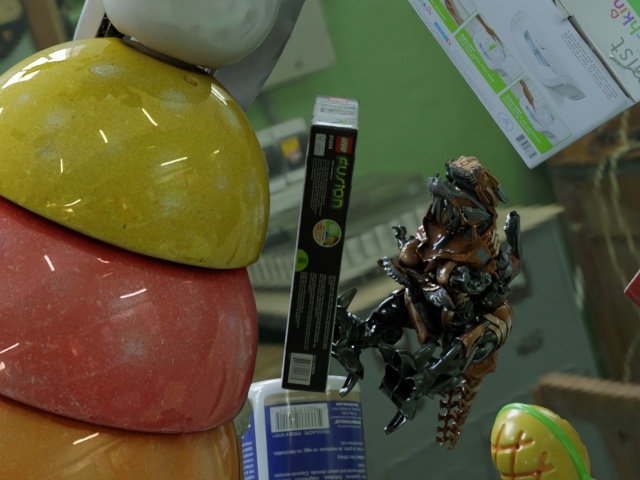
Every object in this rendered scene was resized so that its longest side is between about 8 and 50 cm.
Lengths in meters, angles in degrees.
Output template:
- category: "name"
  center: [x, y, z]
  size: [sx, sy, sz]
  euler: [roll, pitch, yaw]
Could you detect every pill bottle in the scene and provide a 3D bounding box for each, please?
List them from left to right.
- category: "pill bottle"
  center: [-0.017, 0.306, 1.625]
  size: [0.153, 0.265, 0.153]
  euler: [-4, -13, -1]

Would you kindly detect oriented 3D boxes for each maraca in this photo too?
- category: "maraca"
  center: [0.274, 0.272, 1.572]
  size: [0.099, 0.186, 0.127]
  euler: [-29, -26, -29]

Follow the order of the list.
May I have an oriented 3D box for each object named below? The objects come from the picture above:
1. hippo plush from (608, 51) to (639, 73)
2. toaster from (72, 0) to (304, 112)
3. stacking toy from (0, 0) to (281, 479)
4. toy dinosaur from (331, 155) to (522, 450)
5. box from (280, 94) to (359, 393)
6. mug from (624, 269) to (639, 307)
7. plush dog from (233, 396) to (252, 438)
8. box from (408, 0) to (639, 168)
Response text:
- category: "hippo plush"
  center: [0.425, -0.152, 1.186]
  size: [0.237, 0.294, 0.234]
  euler: [-52, 3, -19]
- category: "toaster"
  center: [-0.098, -0.184, 1.039]
  size: [0.227, 0.129, 0.146]
  euler: [-59, -11, 28]
- category: "stacking toy"
  center: [-0.140, -0.005, 0.865]
  size: [0.350, 0.480, 0.350]
  euler: [23, 13, -5]
- category: "toy dinosaur"
  center: [0.127, 0.081, 1.323]
  size: [0.218, 0.322, 0.164]
  euler: [-26, 17, -29]
- category: "box"
  center: [0.000, 0.000, 1.022]
  size: [0.036, 0.207, 0.114]
  euler: [7, 18, 0]
- category: "mug"
  center: [0.286, 0.059, 0.866]
  size: [0.150, 0.169, 0.113]
  euler: [-43, -14, -37]
- category: "plush dog"
  center: [-0.222, 0.258, 1.487]
  size: [0.225, 0.263, 0.210]
  euler: [-15, -29, 35]
- category: "box"
  center: [0.231, -0.237, 1.382]
  size: [0.126, 0.262, 0.231]
  euler: [-35, -2, -23]
